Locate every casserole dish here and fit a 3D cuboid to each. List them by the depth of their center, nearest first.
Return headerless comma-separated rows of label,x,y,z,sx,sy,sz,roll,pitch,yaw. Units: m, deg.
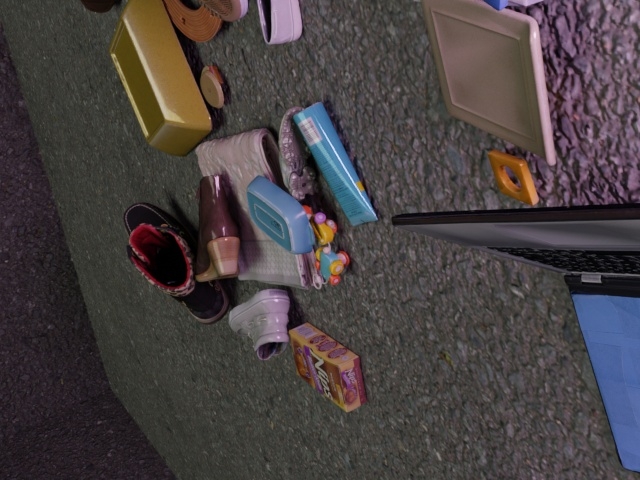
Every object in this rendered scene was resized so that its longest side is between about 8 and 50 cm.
casserole dish,-0.078,-0.041,1.476,0.188,0.037,0.114,37,146,42

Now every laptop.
laptop,0.316,0.126,0.785,0.382,0.408,0.236,-1,77,61

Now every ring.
ring,-0.250,-0.533,1.517,0.336,0.032,0.336,44,147,39

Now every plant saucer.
plant saucer,-0.364,-0.349,1.788,0.332,0.081,0.333,68,160,-3

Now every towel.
towel,-0.135,-0.059,1.664,0.332,0.053,0.316,2,113,60

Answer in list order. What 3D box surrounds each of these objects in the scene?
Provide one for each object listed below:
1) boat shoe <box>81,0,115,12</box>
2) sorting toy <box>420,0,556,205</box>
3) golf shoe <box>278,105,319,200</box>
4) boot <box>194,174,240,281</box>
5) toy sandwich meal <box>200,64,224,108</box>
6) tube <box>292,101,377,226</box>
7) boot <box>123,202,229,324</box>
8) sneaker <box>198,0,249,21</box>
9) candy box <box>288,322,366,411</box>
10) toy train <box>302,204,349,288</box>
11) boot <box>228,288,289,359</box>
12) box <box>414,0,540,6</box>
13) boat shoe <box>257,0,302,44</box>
boat shoe,-0.494,-0.624,1.858,0.257,0.095,0.095,118,157,-61
sorting toy,0.193,-0.192,0.920,0.196,0.047,0.347,42,161,46
golf shoe,-0.051,-0.156,1.417,0.086,0.069,0.176,46,147,46
boot,-0.221,-0.022,1.737,0.248,0.090,0.206,157,105,-71
toy sandwich meal,-0.207,-0.301,1.629,0.085,0.029,0.085,39,145,35
tube,0.025,-0.118,1.327,0.207,0.052,0.080,63,159,-5
boot,-0.376,0.021,1.966,0.377,0.138,0.284,53,177,18
sneaker,-0.159,-0.469,1.278,0.282,0.153,0.099,52,149,12
candy box,0.012,0.247,1.639,0.187,0.053,0.109,25,131,52
toy train,0.000,0.000,1.471,0.125,0.046,0.166,-15,95,65
boot,-0.135,0.198,1.785,0.258,0.095,0.123,134,136,-61
box,0.162,-0.333,0.902,0.186,0.038,0.145,24,132,53
boat shoe,-0.080,-0.393,1.274,0.066,0.063,0.184,30,137,50
